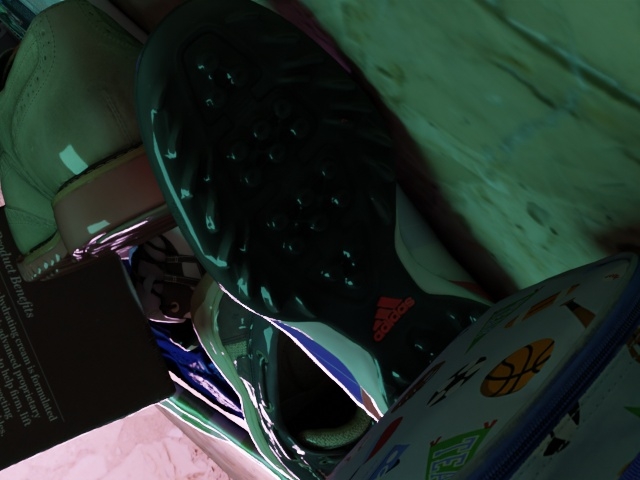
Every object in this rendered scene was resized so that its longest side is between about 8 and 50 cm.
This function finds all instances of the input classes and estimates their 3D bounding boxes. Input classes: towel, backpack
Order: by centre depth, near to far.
[{"bbox_3d":[0.112,0.126,0.608,0.213,0.276,0.263,44,155,-12],"label":"backpack"},{"bbox_3d":[-0.084,0.124,1.572,0.227,0.076,0.308,45,170,-23],"label":"towel"},{"bbox_3d":[-0.139,0.155,1.630,0.325,0.038,0.248,34,173,4],"label":"towel"}]

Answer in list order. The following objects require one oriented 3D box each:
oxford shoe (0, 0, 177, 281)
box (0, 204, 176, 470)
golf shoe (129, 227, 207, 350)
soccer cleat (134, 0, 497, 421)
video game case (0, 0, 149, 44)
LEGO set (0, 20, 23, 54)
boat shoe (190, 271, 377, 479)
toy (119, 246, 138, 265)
[{"bbox_3d":[-0.132,-0.058,0.990,0.130,0.123,0.348,64,162,-1],"label":"oxford shoe"},{"bbox_3d":[-0.237,0.069,1.226,0.167,0.203,0.168,177,71,-76],"label":"box"},{"bbox_3d":[-0.103,0.013,1.233,0.077,0.094,0.198,34,164,39],"label":"golf shoe"},{"bbox_3d":[0.000,0.000,0.839,0.318,0.108,0.116,48,171,-36],"label":"soccer cleat"},{"bbox_3d":[-0.140,-0.119,1.058,0.190,0.022,0.173,41,168,5],"label":"video game case"},{"bbox_3d":[-0.360,-0.114,1.251,0.192,0.255,0.331,46,164,-15],"label":"LEGO set"},{"bbox_3d":[0.000,0.122,1.271,0.092,0.103,0.285,37,162,47],"label":"boat shoe"},{"bbox_3d":[-0.170,-0.020,1.420,0.237,0.056,0.137,40,169,12],"label":"toy"}]
